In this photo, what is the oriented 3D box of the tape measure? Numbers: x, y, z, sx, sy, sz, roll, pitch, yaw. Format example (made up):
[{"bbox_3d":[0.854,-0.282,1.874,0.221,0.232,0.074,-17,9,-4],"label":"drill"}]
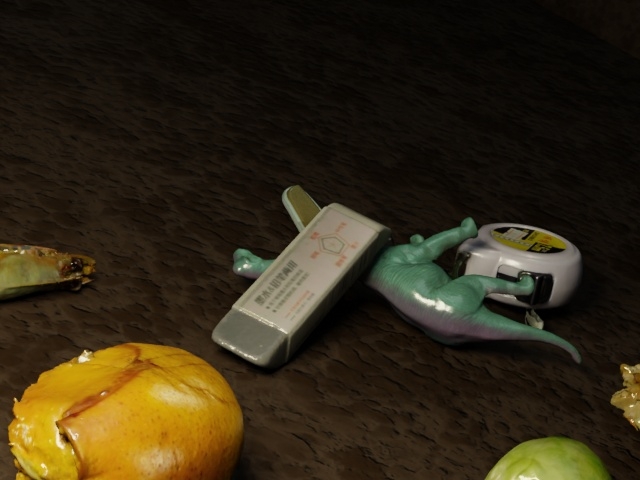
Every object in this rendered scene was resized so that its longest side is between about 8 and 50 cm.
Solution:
[{"bbox_3d":[0.293,0.046,2.350,0.178,0.105,0.196,17,19,22],"label":"tape measure"}]

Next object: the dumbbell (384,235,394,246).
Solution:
[{"bbox_3d":[0.090,0.018,2.349,0.036,0.040,0.083,-12,20,9],"label":"dumbbell"}]

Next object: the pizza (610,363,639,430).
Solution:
[{"bbox_3d":[0.511,0.277,1.918,0.439,0.130,0.406,-9,31,-27],"label":"pizza"}]

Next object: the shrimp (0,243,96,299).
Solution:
[{"bbox_3d":[-0.393,0.032,1.951,0.267,0.061,0.145,-3,20,-35],"label":"shrimp"}]

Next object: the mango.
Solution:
[{"bbox_3d":[-0.187,0.198,1.565,0.199,0.201,0.350,59,22,5],"label":"mango"}]

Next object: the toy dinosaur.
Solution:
[{"bbox_3d":[0.111,0.092,2.130,0.331,0.129,0.383,-20,49,-39],"label":"toy dinosaur"}]

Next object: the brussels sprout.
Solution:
[{"bbox_3d":[0.246,0.269,1.718,0.151,0.122,0.149,17,-6,39],"label":"brussels sprout"}]

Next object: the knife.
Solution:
[{"bbox_3d":[0.001,0.000,2.339,0.061,0.027,0.343,7,27,-23],"label":"knife"}]

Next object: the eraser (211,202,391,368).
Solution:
[{"bbox_3d":[-0.018,0.053,2.046,0.089,0.061,0.352,27,46,17],"label":"eraser"}]
